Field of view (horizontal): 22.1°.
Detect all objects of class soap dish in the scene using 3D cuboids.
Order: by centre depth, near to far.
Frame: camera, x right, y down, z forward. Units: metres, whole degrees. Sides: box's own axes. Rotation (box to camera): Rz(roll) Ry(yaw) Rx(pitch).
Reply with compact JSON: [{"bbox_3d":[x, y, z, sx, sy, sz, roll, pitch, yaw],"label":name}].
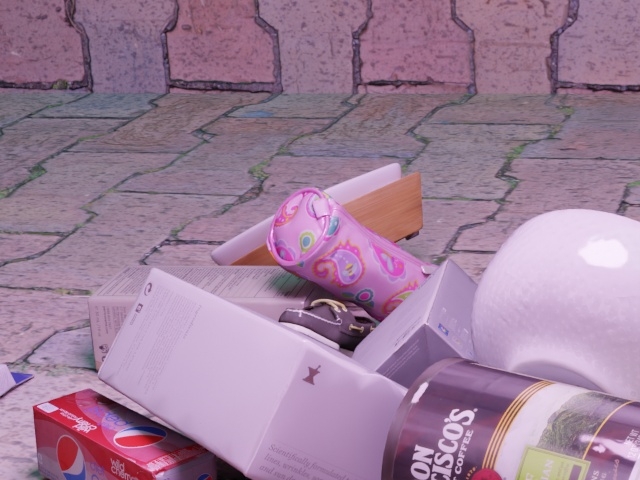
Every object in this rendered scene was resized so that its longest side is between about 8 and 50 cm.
[{"bbox_3d":[0.000,0.000,2.435,0.229,0.118,0.291,-29,-3,43],"label":"soap dish"}]

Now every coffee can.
[{"bbox_3d":[0.228,0.237,1.594,0.275,0.201,0.201,10,22,38],"label":"coffee can"}]

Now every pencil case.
[{"bbox_3d":[0.060,0.034,2.197,0.284,0.124,0.124,31,-8,-38],"label":"pencil case"}]

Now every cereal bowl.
[{"bbox_3d":[0.295,0.139,1.725,0.339,0.339,0.141,10,44,39],"label":"cereal bowl"}]

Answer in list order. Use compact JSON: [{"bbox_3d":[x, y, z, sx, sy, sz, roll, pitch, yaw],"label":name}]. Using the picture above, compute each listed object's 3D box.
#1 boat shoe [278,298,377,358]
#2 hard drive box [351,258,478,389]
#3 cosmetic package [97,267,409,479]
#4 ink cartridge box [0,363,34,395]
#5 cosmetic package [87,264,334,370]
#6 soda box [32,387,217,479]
[{"bbox_3d":[0.008,0.110,2.105,0.081,0.068,0.228,13,-8,25],"label":"boat shoe"},{"bbox_3d":[0.111,0.143,1.955,0.181,0.089,0.232,-45,5,21],"label":"hard drive box"},{"bbox_3d":[-0.059,0.169,1.793,0.217,0.156,0.385,28,-3,-30],"label":"cosmetic package"},{"bbox_3d":[-0.533,0.193,2.183,0.223,0.045,0.224,3,18,23],"label":"ink cartridge box"},{"bbox_3d":[-0.146,0.107,2.256,0.309,0.113,0.160,1,18,16],"label":"cosmetic package"},{"bbox_3d":[-0.222,0.251,1.841,0.083,0.092,0.263,-15,20,-36],"label":"soda box"}]
